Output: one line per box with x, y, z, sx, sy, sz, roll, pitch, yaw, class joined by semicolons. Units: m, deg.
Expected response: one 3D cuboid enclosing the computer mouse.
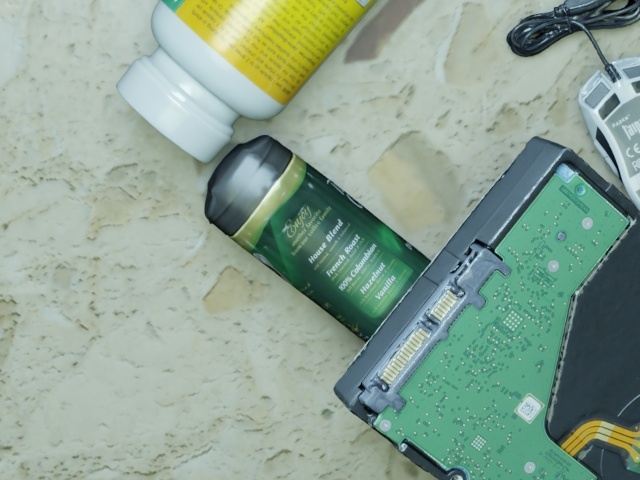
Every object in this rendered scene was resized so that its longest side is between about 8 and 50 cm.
0.226;-0.096;1.172;0.106;0.042;0.193;-28;94;-2;computer mouse

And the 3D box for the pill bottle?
-0.044;-0.160;1.107;0.117;0.117;0.208;40;96;-9;pill bottle

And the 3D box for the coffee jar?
0.000;0.000;1.149;0.184;0.096;0.079;37;91;-9;coffee jar

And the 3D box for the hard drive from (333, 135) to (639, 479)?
0.205;0.117;1.139;0.339;0.064;0.237;38;89;-23;hard drive
